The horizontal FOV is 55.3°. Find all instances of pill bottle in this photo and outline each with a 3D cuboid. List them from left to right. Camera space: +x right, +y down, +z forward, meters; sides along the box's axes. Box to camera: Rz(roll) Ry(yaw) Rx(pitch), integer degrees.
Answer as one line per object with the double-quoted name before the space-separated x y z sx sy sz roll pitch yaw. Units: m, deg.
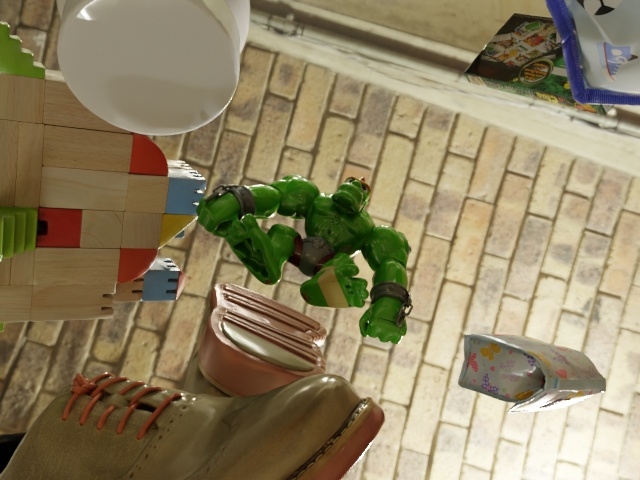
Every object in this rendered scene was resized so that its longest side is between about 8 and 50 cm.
"pill bottle" -0.146 -0.238 0.555 0.161 0.161 0.283 107 -19 -49

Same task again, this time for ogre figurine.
"ogre figurine" 0.000 0.000 0.537 0.118 0.197 0.097 -49 147 -49

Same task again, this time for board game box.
"board game box" 0.345 -0.267 0.900 0.136 0.030 0.259 -47 -141 -4

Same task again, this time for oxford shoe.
"oxford shoe" -0.123 0.141 0.390 0.348 0.130 0.123 -29 180 26
"oxford shoe" -0.081 0.139 0.646 0.397 0.140 0.147 -41 154 -88

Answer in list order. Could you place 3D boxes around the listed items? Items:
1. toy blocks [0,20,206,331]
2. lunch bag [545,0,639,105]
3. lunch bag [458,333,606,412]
"toy blocks" -0.270 -0.052 0.766 0.190 0.260 0.382 36 -60 54
"lunch bag" 0.446 -0.282 0.526 0.239 0.385 0.328 41 68 -47
"lunch bag" 0.157 0.101 0.457 0.083 0.071 0.053 5 -91 56
